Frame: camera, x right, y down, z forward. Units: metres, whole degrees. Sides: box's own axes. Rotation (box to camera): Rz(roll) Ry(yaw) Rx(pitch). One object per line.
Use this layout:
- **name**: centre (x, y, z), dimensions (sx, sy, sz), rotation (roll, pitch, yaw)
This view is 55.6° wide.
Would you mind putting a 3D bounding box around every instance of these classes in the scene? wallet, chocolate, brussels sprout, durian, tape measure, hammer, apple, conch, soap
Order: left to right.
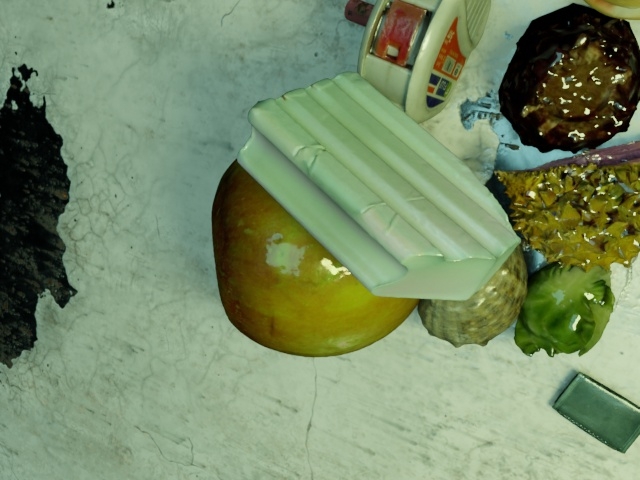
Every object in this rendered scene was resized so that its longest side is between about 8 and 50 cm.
- **apple**: centre (0.000, 0.000, 1.020), dimensions (0.374, 0.374, 0.384), rotation (-23, 49, 26)
- **hammer**: centre (0.082, -0.394, 1.058), dimensions (0.083, 0.043, 0.043), rotation (28, 108, 21)
- **soap**: centre (0.081, -0.064, 0.796), dimensions (0.347, 0.208, 0.115), rotation (44, 140, 18)
- **tape measure**: centre (0.152, -0.311, 0.915), dimensions (0.130, 0.258, 0.265), rotation (28, 108, 16)
- **conch**: centre (0.254, 0.051, 0.966), dimensions (0.158, 0.210, 0.291), rotation (14, 145, 1)
- **brussels sprout**: centre (0.386, 0.102, 0.964), dimensions (0.139, 0.100, 0.181), rotation (36, 116, 32)
- **chocolate**: centre (0.361, -0.231, 0.879), dimensions (0.206, 0.177, 0.224), rotation (29, 110, 19)
- **wallet**: centre (0.457, 0.279, 0.990), dimensions (0.129, 0.026, 0.088), rotation (32, 113, 16)
- **durian**: centre (0.441, -0.055, 0.871), dimensions (0.341, 0.112, 0.191), rotation (-11, 85, 7)

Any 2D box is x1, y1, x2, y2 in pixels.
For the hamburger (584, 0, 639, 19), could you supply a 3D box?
- **hamburger**: centre (0.463, -0.442, 0.794), dimensions (0.302, 0.186, 0.261), rotation (-37, 78, 30)
